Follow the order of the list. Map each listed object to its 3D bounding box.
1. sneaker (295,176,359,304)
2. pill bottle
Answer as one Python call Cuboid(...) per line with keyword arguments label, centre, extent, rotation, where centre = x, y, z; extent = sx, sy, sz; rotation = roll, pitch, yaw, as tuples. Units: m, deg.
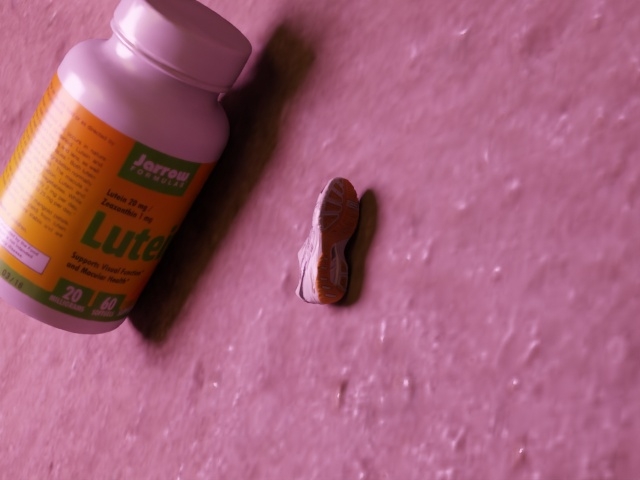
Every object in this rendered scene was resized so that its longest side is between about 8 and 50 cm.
Cuboid(label="sneaker", centre=(0.000, 0.000, 0.974), extent=(0.037, 0.032, 0.083), rotation=(-14, 60, 54))
Cuboid(label="pill bottle", centre=(-0.153, -0.064, 1.152), extent=(0.246, 0.136, 0.136), rotation=(-58, 32, 18))
